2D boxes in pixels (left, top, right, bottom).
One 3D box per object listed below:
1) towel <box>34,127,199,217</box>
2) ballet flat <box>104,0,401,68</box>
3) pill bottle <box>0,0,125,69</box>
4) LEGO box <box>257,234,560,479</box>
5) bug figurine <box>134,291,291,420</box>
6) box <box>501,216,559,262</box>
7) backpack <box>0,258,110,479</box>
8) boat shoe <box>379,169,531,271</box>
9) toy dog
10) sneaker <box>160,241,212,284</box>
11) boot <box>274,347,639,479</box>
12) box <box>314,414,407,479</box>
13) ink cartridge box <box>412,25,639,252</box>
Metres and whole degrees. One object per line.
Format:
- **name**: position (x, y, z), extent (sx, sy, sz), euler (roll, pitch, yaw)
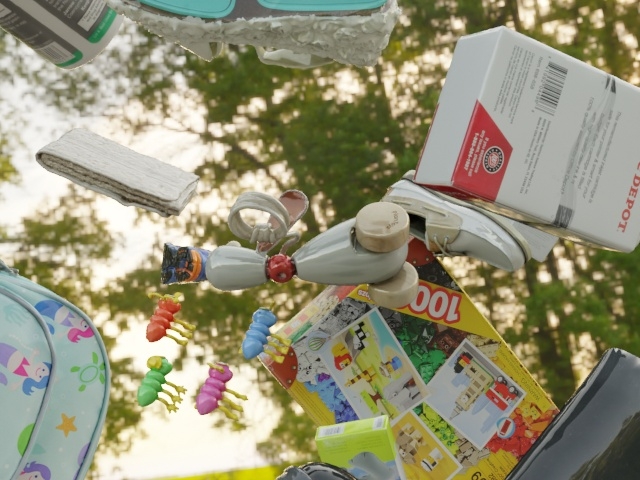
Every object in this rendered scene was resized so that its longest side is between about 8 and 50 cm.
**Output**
- **towel**: position (-0.375, -0.129, 1.804), extent (0.282, 0.049, 0.187), euler (23, 21, -1)
- **ballet flat**: position (-0.100, -0.292, 1.274), extent (0.409, 0.147, 0.147), euler (7, -13, -1)
- **pill bottle**: position (-0.519, -0.467, 1.617), extent (0.204, 0.204, 0.361), euler (-16, -35, 33)
- **LEGO box**: position (0.176, 0.286, 1.846), extent (0.372, 0.500, 0.193), euler (-41, 11, -6)
- **bug figurine**: position (-0.198, 0.182, 1.549), extent (0.279, 0.216, 0.072), euler (5, -30, 27)
- **box**: position (0.401, -0.066, 1.756), extent (0.091, 0.170, 0.130), euler (31, 12, -12)
- **backpack**: position (-0.286, 0.116, 0.704), extent (0.253, 0.225, 0.191), euler (28, -20, -27)
- **boat shoe**: position (0.227, -0.015, 1.667), extent (0.103, 0.302, 0.113), euler (-41, -44, -19)
- **toy dog**: position (0.000, 0.000, 1.498), extent (0.334, 0.161, 0.220), euler (13, -52, -8)
- **sneaker**: position (-0.241, 0.049, 1.781), extent (0.087, 0.083, 0.221), euler (7, 1, -26)
- **boot**: position (0.210, 0.263, 1.016), extent (0.445, 0.367, 0.146), euler (-37, 12, -21)
- **box**: position (0.067, 0.343, 1.372), extent (0.109, 0.178, 0.042), euler (-13, 19, 14)
- **ink cartridge box**: position (0.280, -0.118, 1.180), extent (0.273, 0.197, 0.114), euler (19, -1, -20)
